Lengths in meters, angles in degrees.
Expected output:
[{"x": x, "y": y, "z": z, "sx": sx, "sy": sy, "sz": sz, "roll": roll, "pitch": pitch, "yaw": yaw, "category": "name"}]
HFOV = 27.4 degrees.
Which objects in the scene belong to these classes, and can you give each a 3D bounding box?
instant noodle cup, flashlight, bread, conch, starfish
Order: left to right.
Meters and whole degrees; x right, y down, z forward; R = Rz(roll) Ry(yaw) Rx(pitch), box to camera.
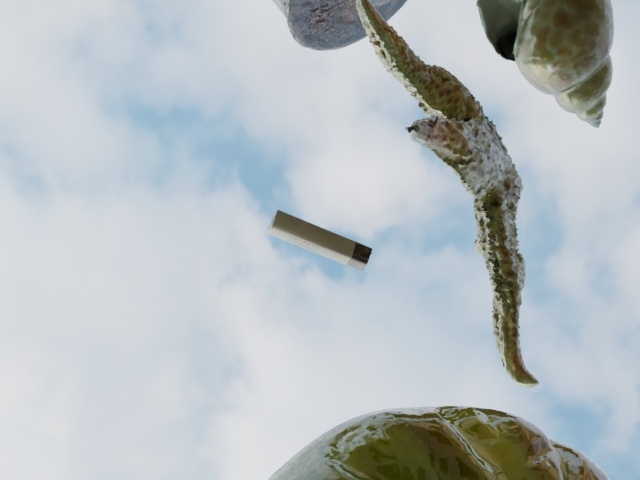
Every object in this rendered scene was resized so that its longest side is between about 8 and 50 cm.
[{"x": -0.010, "y": -0.362, "z": 1.503, "sx": 0.217, "sy": 0.217, "sz": 0.207, "roll": -39, "pitch": -117, "yaw": -5, "category": "instant noodle cup"}, {"x": 0.000, "y": 0.000, "z": 1.046, "sx": 0.083, "sy": 0.018, "sz": 0.018, "roll": 22, "pitch": -126, "yaw": -7, "category": "flashlight"}, {"x": 0.036, "y": 0.187, "z": 0.787, "sx": 0.156, "sy": 0.158, "sz": 0.260, "roll": 43, "pitch": -102, "yaw": 2, "category": "bread"}, {"x": 0.121, "y": -0.074, "z": 1.131, "sx": 0.078, "sy": 0.347, "sz": 0.358, "roll": -25, "pitch": -147, "yaw": 11, "category": "starfish"}, {"x": 0.225, "y": -0.208, "z": 1.256, "sx": 0.116, "sy": 0.106, "sz": 0.173, "roll": -50, "pitch": -117, "yaw": 25, "category": "conch"}]
